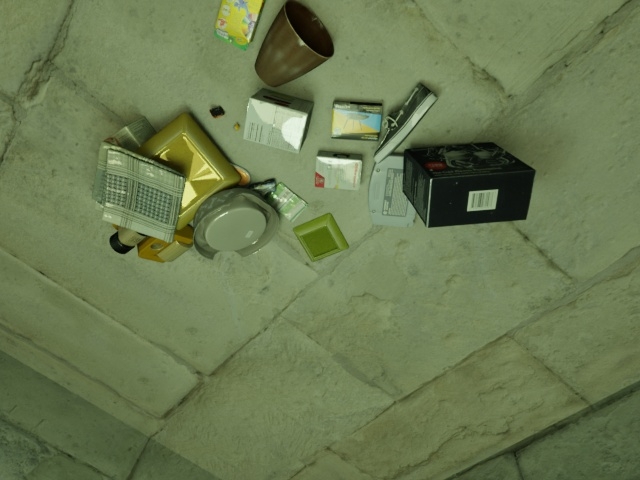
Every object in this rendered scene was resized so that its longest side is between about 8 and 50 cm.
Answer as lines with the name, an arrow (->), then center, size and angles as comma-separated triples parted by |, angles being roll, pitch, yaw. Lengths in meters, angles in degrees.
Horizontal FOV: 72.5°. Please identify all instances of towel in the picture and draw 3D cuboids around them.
towel -> -0.665, -0.164, 1.579 | 0.324, 0.056, 0.312 | 23, 124, -4
towel -> -0.142, -0.155, 1.810 | 0.152, 0.023, 0.113 | 39, 116, -14

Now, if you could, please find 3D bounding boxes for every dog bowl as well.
dog bowl -> -0.346, -0.065, 1.751 | 0.348, 0.102, 0.349 | -19, 146, -13

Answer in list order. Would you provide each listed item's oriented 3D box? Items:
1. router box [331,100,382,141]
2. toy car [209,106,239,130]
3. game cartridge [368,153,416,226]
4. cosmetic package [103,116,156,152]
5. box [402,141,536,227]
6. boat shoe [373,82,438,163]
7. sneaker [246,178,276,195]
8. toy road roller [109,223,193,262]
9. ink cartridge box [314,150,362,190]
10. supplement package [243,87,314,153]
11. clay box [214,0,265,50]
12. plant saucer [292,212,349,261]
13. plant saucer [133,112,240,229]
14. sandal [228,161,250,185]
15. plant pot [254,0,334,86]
router box -> 0.132, -0.438, 1.603 | 0.178, 0.046, 0.133 | 5, 120, 5
toy car -> -0.370, -0.452, 1.657 | 0.122, 0.060, 0.040 | 48, 146, -11
game cartridge -> 0.288, -0.197, 1.716 | 0.198, 0.062, 0.297 | 8, 120, 8
cosmetic package -> -0.678, -0.312, 1.719 | 0.129, 0.153, 0.296 | -24, 112, 20
box -> 0.488, -0.201, 1.506 | 0.343, 0.312, 0.179 | -5, 118, -4
boat shoe -> 0.277, -0.416, 1.554 | 0.105, 0.113, 0.306 | 42, 111, 4
sneaker -> -0.241, -0.204, 1.776 | 0.135, 0.052, 0.058 | -8, 121, 20
toy road roller -> -0.720, -0.066, 1.864 | 0.202, 0.241, 0.329 | -32, 148, 22
ink cartridge box -> 0.070, -0.269, 1.690 | 0.175, 0.072, 0.127 | 6, 119, 4
supplement package -> -0.145, -0.430, 1.558 | 0.203, 0.194, 0.149 | 15, 119, -2
clay box -> -0.265, -0.772, 1.464 | 0.127, 0.053, 0.222 | 24, 120, -7
plant saucer -> 0.000, 0.000, 1.866 | 0.188, 0.045, 0.188 | -22, 114, 18
plant saucer -> -0.523, -0.249, 1.643 | 0.333, 0.081, 0.333 | -40, 113, -3
sandal -> -0.413, -0.281, 1.744 | 0.265, 0.076, 0.102 | 18, 119, -3
plant pot -> -0.109, -0.627, 1.457 | 0.230, 0.215, 0.215 | -31, 112, 38
